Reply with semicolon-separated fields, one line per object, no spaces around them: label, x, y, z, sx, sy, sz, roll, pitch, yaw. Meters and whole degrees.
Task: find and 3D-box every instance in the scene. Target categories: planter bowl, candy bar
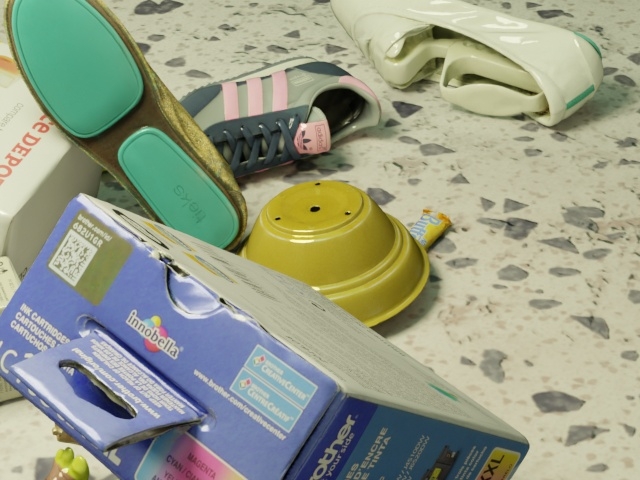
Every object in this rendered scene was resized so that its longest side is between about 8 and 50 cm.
planter bowl;0.000;0.000;1.515;0.217;0.090;0.217;-6;32;4
candy bar;0.089;0.011;1.582;0.040;0.018;0.161;18;39;27

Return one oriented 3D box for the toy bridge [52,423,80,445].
toy bridge;-0.139;0.174;1.278;0.188;0.026;0.063;9;29;-22

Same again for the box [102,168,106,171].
box;-0.280;-0.132;1.793;0.105;0.043;0.179;-28;39;-35

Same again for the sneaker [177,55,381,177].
sneaker;-0.064;-0.129;1.717;0.131;0.112;0.319;24;42;38

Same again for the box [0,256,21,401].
box;-0.405;0.109;1.368;0.275;0.113;0.094;-12;34;-18

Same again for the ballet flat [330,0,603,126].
ballet flat;0.157;-0.238;1.879;0.400;0.139;0.139;20;39;28

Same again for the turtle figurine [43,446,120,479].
turtle figurine;-0.252;0.247;1.167;0.217;0.087;0.269;-19;20;-41

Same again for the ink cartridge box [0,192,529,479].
ink cartridge box;-0.053;0.113;1.087;0.270;0.151;0.395;34;3;31

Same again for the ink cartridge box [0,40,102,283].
ink cartridge box;-0.443;-0.107;1.554;0.384;0.160;0.279;23;37;3

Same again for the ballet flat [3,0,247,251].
ballet flat;-0.198;-0.130;1.517;0.123;0.348;0.123;-33;20;14
